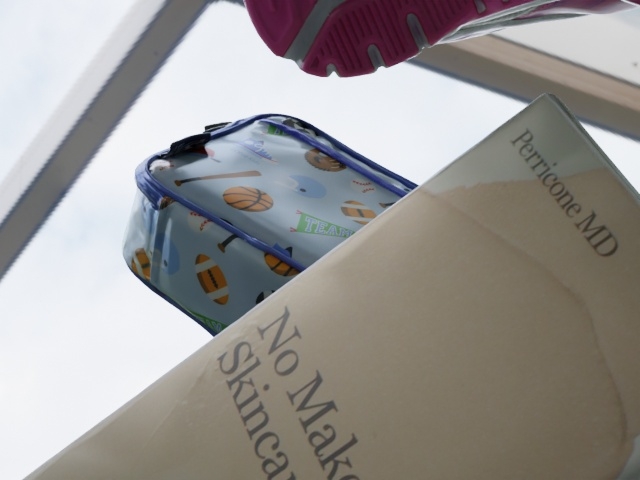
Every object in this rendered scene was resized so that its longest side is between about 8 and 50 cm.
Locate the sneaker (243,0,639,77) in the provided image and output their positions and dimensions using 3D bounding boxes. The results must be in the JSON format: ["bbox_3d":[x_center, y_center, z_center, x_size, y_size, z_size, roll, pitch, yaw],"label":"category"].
[{"bbox_3d":[0.093,-0.140,0.438,0.252,0.111,0.103,-9,-73,5],"label":"sneaker"}]

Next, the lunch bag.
[{"bbox_3d":[0.000,0.000,0.869,0.243,0.303,0.115,-28,-37,-48],"label":"lunch bag"}]

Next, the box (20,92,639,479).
[{"bbox_3d":[0.016,0.105,0.411,0.311,0.148,0.121,-38,-38,9],"label":"box"}]
